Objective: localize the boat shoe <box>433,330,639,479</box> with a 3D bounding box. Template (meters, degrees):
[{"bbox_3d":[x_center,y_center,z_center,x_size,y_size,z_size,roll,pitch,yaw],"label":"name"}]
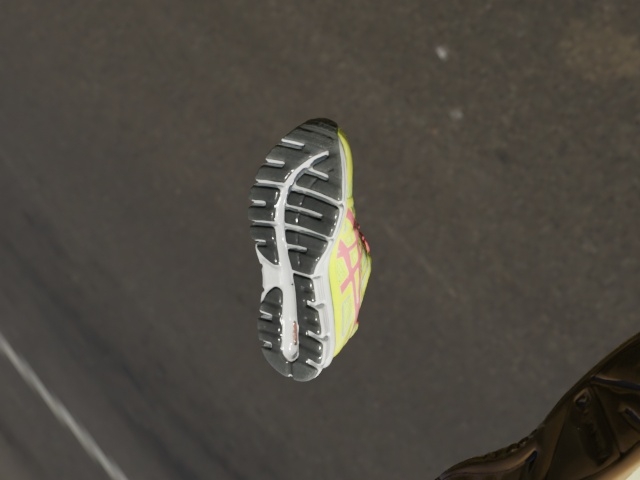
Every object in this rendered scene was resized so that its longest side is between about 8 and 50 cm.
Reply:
[{"bbox_3d":[0.139,0.163,0.914,0.089,0.285,0.104,29,-145,-30],"label":"boat shoe"}]

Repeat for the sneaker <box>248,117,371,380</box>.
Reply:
[{"bbox_3d":[0.000,0.000,1.251,0.081,0.094,0.208,20,117,30],"label":"sneaker"}]
